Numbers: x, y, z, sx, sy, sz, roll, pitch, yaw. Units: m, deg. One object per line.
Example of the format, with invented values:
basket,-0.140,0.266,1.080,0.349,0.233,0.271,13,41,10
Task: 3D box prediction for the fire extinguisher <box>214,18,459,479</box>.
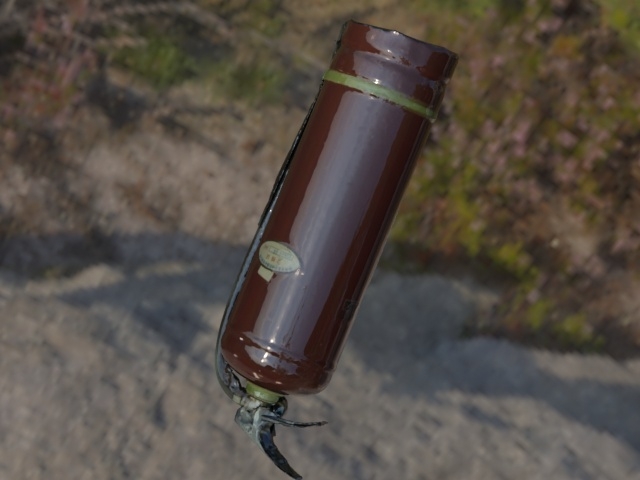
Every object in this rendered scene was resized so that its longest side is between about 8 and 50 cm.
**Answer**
fire extinguisher,0.000,0.000,0.663,0.064,0.158,0.043,24,3,39
